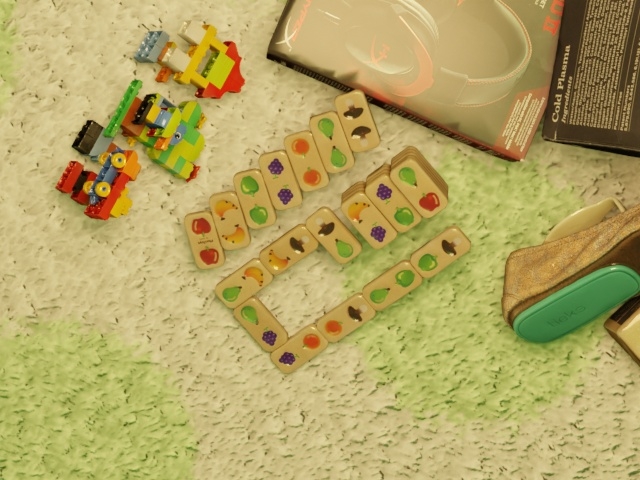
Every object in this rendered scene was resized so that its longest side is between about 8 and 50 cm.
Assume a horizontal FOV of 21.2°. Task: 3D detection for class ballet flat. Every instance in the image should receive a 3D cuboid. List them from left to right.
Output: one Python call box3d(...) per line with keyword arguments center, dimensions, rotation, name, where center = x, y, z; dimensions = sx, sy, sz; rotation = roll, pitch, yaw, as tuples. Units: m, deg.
box3d(center=(0.302, -0.008, 1.596), dimensions=(0.316, 0.106, 0.107), rotation=(-23, 137, 26), name="ballet flat")

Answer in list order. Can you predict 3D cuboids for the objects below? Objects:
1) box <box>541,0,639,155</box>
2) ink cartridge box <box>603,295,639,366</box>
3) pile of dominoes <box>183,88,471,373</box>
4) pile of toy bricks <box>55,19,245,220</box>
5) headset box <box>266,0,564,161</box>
box3d(center=(0.424, -0.136, 1.484), dimensions=(0.343, 0.312, 0.178), rotation=(9, 93, -24), name="box")
box3d(center=(0.426, 0.107, 1.658), dimensions=(0.193, 0.088, 0.234), rotation=(-43, 92, 2), name="ink cartridge box")
box3d(center=(0.000, 0.000, 1.611), dimensions=(0.251, 0.040, 0.196), rotation=(-36, 106, 19), name="pile of dominoes")
box3d(center=(-0.152, -0.098, 1.636), dimensions=(0.105, 0.118, 0.212), rotation=(36, 75, -31), name="pile of toy bricks")
box3d(center=(0.123, -0.216, 1.618), dimensions=(0.293, 0.110, 0.218), rotation=(24, 92, -3), name="headset box")
